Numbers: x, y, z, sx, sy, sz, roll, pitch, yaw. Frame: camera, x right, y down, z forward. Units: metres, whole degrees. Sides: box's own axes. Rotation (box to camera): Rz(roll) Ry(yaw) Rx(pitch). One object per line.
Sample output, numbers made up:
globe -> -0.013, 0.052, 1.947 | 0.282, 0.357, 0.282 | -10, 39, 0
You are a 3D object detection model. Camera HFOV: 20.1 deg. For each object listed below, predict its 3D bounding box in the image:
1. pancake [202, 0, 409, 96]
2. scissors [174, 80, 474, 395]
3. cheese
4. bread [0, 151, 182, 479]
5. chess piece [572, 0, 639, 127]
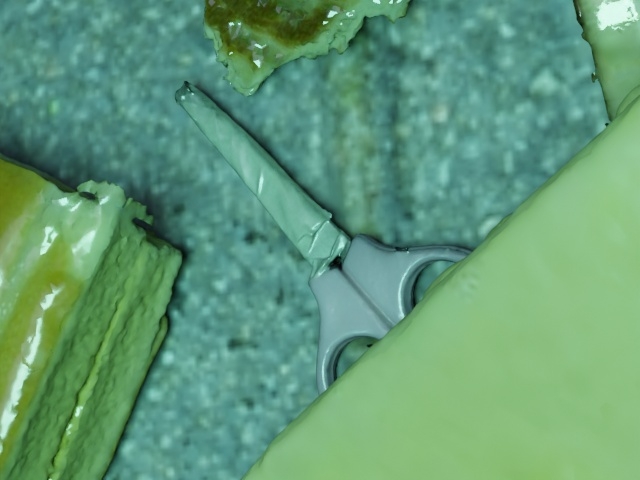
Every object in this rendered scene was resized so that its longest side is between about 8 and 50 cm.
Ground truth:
pancake -> 0.002, -0.191, 0.868 | 0.266, 0.057, 0.244 | 36, 109, 20
scissors -> 0.000, 0.000, 0.854 | 0.110, 0.021, 0.212 | -46, 69, 13
cheese -> 0.154, 0.077, 0.673 | 0.384, 0.104, 0.384 | 8, 108, 27
bread -> -0.214, 0.053, 0.881 | 0.239, 0.111, 0.246 | 24, 91, 22
chess piece -> 0.253, -0.121, 0.715 | 0.301, 0.137, 0.137 | -13, 78, 18
